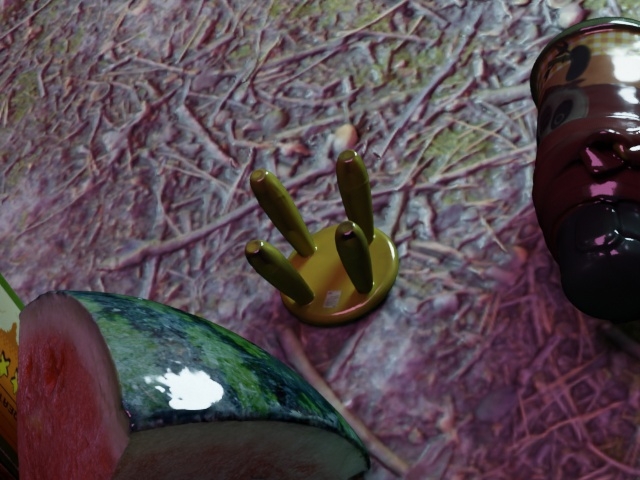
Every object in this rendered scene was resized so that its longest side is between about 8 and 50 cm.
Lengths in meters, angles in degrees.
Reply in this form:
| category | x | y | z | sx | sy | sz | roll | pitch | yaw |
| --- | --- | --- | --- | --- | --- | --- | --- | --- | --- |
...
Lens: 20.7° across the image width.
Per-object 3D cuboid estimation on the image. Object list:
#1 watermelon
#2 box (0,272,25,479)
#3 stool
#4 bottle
| category | x | y | z | sx | sy | sz | roll | pitch | yaw |
| --- | --- | --- | --- | --- | --- | --- | --- | --- | --- |
| watermelon | -0.161 | 0.153 | 1.346 | 0.283 | 0.250 | 0.292 | 23 | 61 | 38 |
| box | -0.343 | 0.132 | 1.496 | 0.195 | 0.177 | 0.148 | -8 | 46 | 19 |
| stool | 0.000 | 0.000 | 1.508 | 0.134 | 0.110 | 0.135 | -43 | 48 | -17 |
| bottle | 0.240 | -0.058 | 1.417 | 0.143 | 0.156 | 0.271 | -15 | 42 | 21 |
